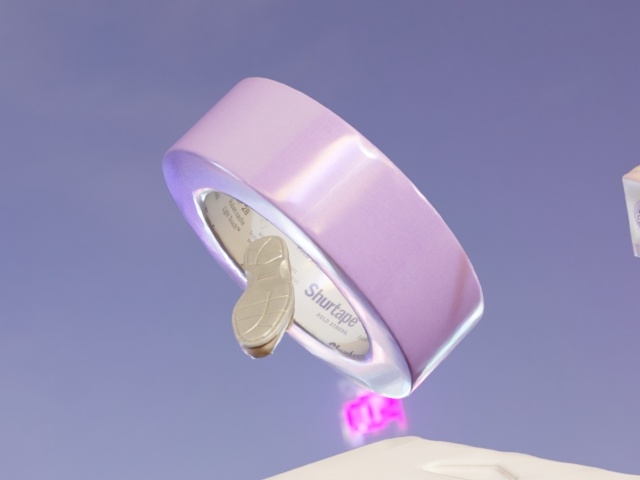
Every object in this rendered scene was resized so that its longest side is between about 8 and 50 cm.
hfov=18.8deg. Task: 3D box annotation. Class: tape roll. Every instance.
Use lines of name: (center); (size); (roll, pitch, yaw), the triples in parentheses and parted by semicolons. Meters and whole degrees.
tape roll: (0.000, 0.000, 1.549); (0.090, 0.275, 0.275); (-44, -21, -16)

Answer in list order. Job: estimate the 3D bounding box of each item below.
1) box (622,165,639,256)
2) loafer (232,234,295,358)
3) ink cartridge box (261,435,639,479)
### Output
box: (0.334, 0.005, 1.198); (0.063, 0.324, 0.067); (-30, -58, -33)
loafer: (-0.035, 0.046, 1.381); (0.045, 0.125, 0.039); (-12, -55, 11)
ink cartridge box: (0.052, 0.204, 0.705); (0.100, 0.237, 0.172); (-12, 8, -32)
